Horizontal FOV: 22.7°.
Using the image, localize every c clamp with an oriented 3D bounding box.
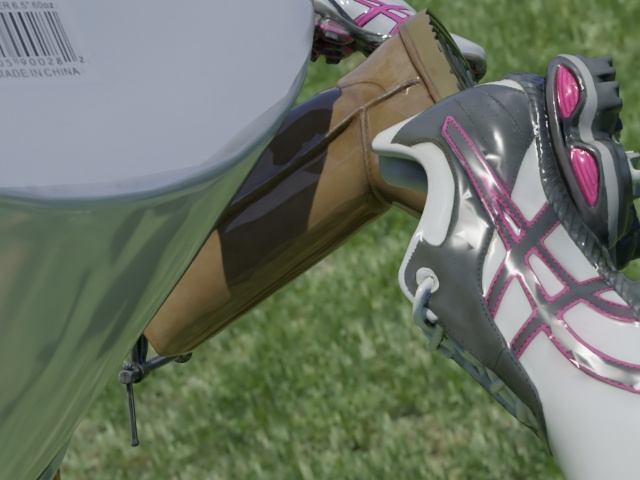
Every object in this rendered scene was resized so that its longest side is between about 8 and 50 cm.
[{"bbox_3d":[-0.137,0.082,1.335,0.022,0.137,0.160,0,12,16],"label":"c clamp"}]

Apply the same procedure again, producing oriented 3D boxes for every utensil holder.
[{"bbox_3d":[-0.219,-0.040,0.799,0.327,0.327,0.385,-47,-3,-44],"label":"utensil holder"}]

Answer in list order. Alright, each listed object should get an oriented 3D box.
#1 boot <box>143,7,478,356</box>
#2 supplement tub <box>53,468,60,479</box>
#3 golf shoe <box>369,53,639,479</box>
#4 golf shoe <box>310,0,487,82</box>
[{"bbox_3d":[0.000,0.000,1.030,0.269,0.089,0.236,-33,43,15],"label":"boot"},{"bbox_3d":[-0.299,0.285,1.531,0.106,0.198,0.106,-4,-3,0],"label":"supplement tub"},{"bbox_3d":[0.100,0.046,0.704,0.120,0.105,0.273,-12,55,4],"label":"golf shoe"},{"bbox_3d":[0.058,-0.187,1.374,0.186,0.067,0.086,17,66,1],"label":"golf shoe"}]
